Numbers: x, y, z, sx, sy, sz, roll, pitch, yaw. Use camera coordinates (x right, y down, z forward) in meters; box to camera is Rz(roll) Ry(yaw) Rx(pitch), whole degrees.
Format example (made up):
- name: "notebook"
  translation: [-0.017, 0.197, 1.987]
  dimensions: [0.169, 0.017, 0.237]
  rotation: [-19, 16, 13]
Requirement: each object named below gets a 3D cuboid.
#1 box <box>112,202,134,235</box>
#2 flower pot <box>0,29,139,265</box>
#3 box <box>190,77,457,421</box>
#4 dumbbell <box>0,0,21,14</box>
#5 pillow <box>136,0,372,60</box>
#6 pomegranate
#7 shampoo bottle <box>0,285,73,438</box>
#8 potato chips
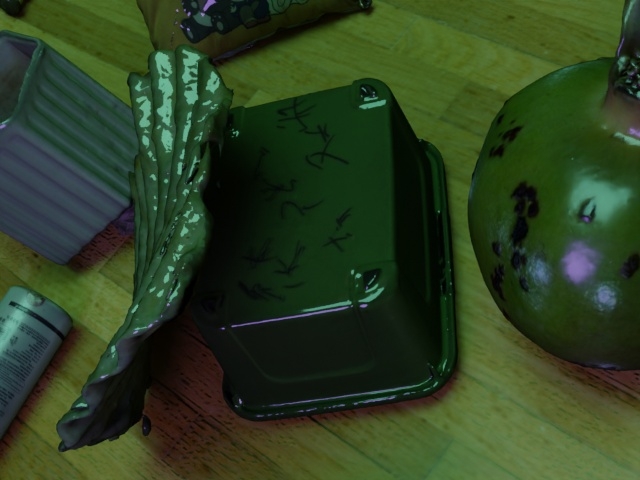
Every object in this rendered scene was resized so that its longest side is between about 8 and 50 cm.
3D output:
- name: "box"
  translation: [-0.223, -0.058, 1.281]
  dimensions: [0.062, 0.045, 0.098]
  rotation: [-10, 55, 16]
- name: "flower pot"
  translation: [-0.345, -0.111, 1.245]
  dimensions: [0.209, 0.189, 0.239]
  rotation: [-17, 49, 36]
- name: "box"
  translation: [0.000, 0.000, 1.067]
  dimensions: [0.253, 0.178, 0.328]
  rotation: [-10, 55, 13]
- name: "dumbbell"
  translation: [-0.455, -0.404, 1.607]
  dimensions: [0.046, 0.052, 0.118]
  rotation: [36, 72, -5]
- name: "pillow"
  translation: [-0.126, -0.395, 1.357]
  dimensions: [0.310, 0.119, 0.312]
  rotation: [-19, 94, 11]
- name: "pomegranate"
  translation: [0.252, -0.041, 0.901]
  dimensions: [0.291, 0.323, 0.290]
  rotation: [-8, 61, 14]
- name: "shampoo bottle"
  translation: [-0.380, 0.179, 1.160]
  dimensions: [0.085, 0.085, 0.262]
  rotation: [16, 65, 30]
- name: "potato chips"
  translation: [-0.176, 0.019, 1.018]
  dimensions: [0.097, 0.373, 0.389]
  rotation: [11, 48, -12]
